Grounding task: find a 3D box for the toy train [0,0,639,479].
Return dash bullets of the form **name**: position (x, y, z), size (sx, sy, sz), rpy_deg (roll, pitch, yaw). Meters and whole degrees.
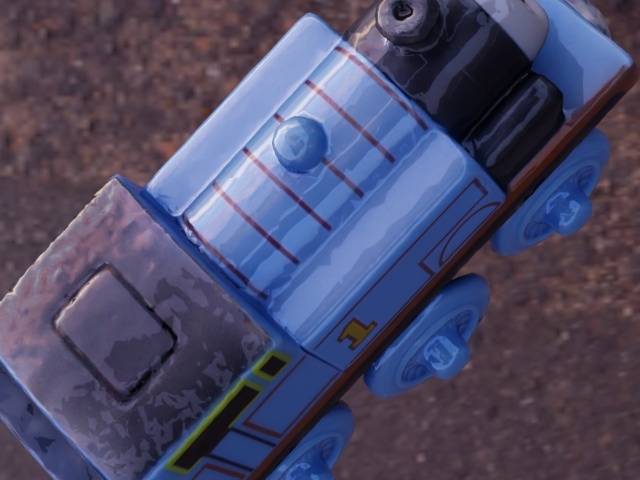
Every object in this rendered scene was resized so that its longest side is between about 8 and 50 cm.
- **toy train**: position (0.000, 0.000, 0.482), size (0.184, 0.105, 0.080), rpy_deg (-46, 68, 4)
